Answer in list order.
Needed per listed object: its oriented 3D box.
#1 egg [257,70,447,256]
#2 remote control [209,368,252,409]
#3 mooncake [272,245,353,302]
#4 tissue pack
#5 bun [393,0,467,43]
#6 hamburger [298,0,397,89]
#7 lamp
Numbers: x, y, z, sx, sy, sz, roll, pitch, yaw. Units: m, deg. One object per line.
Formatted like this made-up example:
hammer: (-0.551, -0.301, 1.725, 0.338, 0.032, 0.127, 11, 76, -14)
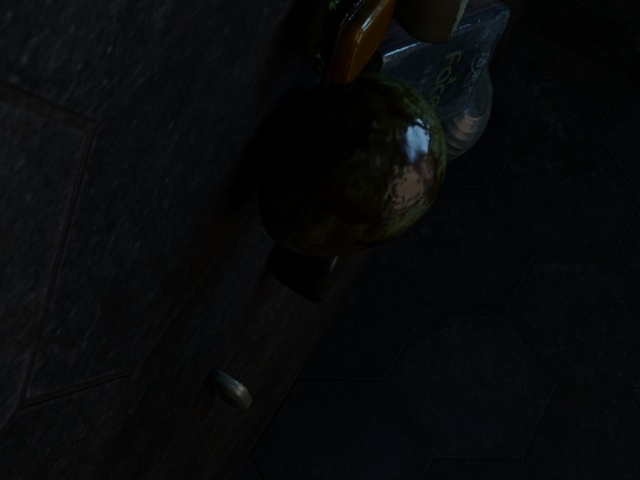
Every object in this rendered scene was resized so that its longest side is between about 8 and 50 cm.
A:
egg: (0.039, -0.101, 1.277, 0.289, 0.238, 0.238, -40, 166, -14)
remote control: (-0.181, 0.303, 1.843, 0.042, 0.078, 0.221, -57, 171, -16)
mooncake: (0.000, 0.000, 1.778, 0.228, 0.124, 0.228, -61, 169, -19)
tissue pack: (0.155, -0.281, 1.527, 0.315, 0.103, 0.228, -27, 152, -35)
bun: (0.152, -0.409, 1.237, 0.287, 0.146, 0.287, 17, 90, -90)
hamburger: (0.033, -0.279, 1.135, 0.166, 0.087, 0.137, -56, 170, -39)
lamp: (0.230, -0.290, 1.847, 0.233, 0.233, 0.265, -31, 120, -74)
